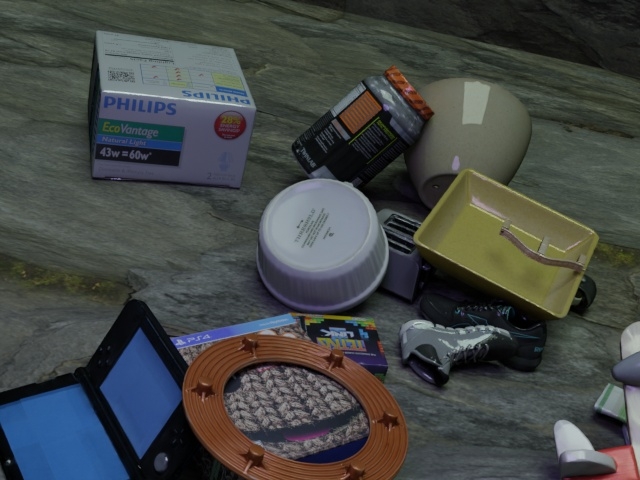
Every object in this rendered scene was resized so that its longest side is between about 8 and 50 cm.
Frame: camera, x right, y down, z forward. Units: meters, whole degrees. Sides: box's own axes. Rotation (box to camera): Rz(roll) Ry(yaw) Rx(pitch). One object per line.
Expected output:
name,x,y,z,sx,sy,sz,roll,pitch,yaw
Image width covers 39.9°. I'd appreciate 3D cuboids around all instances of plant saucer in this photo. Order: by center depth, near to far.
plant saucer,0.385,0.018,1.850,0.332,0.081,0.333,28,41,12

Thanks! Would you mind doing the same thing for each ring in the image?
ring,-0.030,0.234,1.259,0.336,0.032,0.337,14,28,-8

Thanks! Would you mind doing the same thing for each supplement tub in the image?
supplement tub,0.103,-0.253,2.088,0.193,0.316,0.193,48,11,-13

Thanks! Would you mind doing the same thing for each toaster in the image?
toaster,0.157,0.027,1.886,0.185,0.110,0.168,24,32,17

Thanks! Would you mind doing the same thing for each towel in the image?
towel,0.592,0.326,1.642,0.152,0.023,0.113,25,26,23

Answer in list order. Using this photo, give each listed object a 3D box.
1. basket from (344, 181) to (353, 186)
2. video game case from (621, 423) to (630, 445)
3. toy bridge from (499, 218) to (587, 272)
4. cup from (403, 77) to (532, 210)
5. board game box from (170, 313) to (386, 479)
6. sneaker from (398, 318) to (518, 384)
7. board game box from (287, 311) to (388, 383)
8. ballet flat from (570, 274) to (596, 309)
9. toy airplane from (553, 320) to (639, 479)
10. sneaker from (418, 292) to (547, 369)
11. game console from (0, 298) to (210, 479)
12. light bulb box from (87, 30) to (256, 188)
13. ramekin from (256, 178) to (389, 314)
basket,0.021,-0.062,1.949,0.103,0.113,0.167,5,17,-3
video game case,0.628,0.394,1.571,0.157,0.019,0.143,12,31,-1
toy bridge,0.451,0.019,1.792,0.188,0.026,0.063,27,43,10
cup,0.343,-0.198,2.180,0.331,0.331,0.237,15,56,2
board game box,-0.083,0.271,1.363,0.232,0.141,0.291,-10,38,-34
sneaker,0.258,0.224,1.649,0.228,0.086,0.132,5,36,4
board game box,0.026,0.196,1.620,0.170,0.048,0.141,5,31,-15
ballet flat,0.473,0.084,1.943,0.280,0.095,0.096,16,40,4
toy airplane,0.558,0.344,1.373,0.384,0.272,0.386,-36,69,-29
sneaker,0.326,0.153,1.756,0.267,0.106,0.101,24,34,18
game console,-0.331,0.246,1.290,0.173,0.250,0.293,21,18,-47
light bulb box,-0.368,-0.317,2.119,0.357,0.225,0.361,4,33,-18
ramekin,0.000,0.000,1.737,0.272,0.127,0.273,-2,59,4
